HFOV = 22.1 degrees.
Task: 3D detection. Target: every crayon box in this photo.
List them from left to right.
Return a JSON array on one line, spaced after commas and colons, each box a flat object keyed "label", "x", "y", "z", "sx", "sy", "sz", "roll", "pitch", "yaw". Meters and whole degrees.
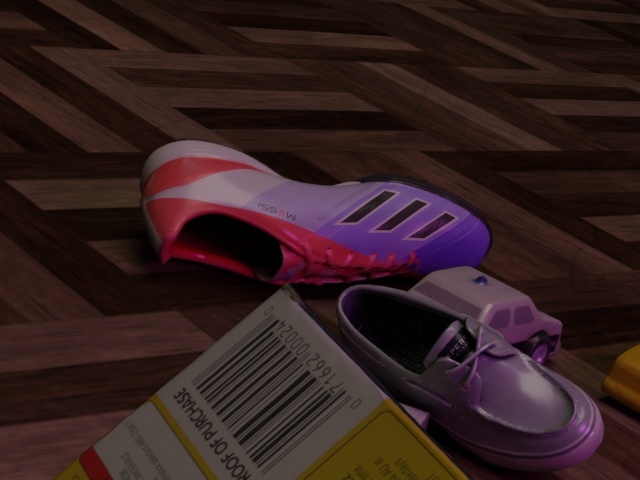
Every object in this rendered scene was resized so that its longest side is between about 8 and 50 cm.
[{"label": "crayon box", "x": -0.079, "y": 0.180, "z": 0.633, "sx": 0.081, "sy": 0.318, "sz": 0.202, "roll": 54, "pitch": -6, "yaw": -33}]

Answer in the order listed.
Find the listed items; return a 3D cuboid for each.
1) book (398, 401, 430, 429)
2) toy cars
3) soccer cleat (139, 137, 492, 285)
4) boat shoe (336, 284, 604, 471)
[{"label": "book", "x": -0.002, "y": 0.121, "z": 1.149, "sx": 0.144, "sy": 0.035, "sz": 0.096, "roll": 18, "pitch": 15, "yaw": 11}, {"label": "toy cars", "x": 0.223, "y": 0.077, "z": 1.353, "sx": 0.394, "sy": 0.087, "sz": 0.176, "roll": 11, "pitch": 19, "yaw": -12}, {"label": "soccer cleat", "x": 0.000, "y": 0.000, "z": 1.408, "sx": 0.318, "sy": 0.108, "sz": 0.116, "roll": 12, "pitch": 39, "yaw": -16}, {"label": "boat shoe", "x": 0.098, "y": 0.094, "z": 1.182, "sx": 0.227, "sy": 0.079, "sz": 0.081, "roll": 24, "pitch": -24, "yaw": 37}]
